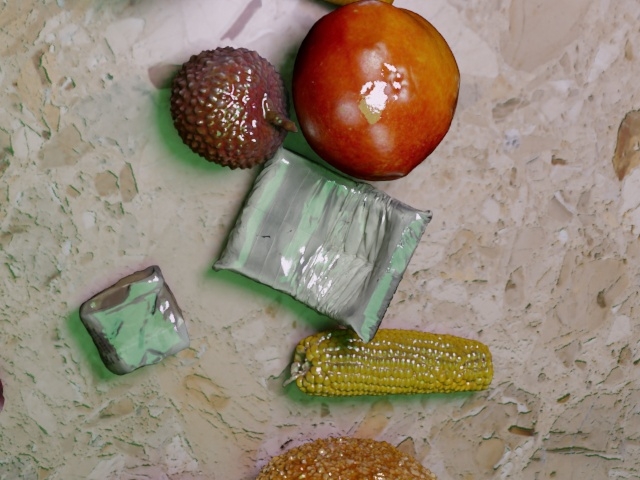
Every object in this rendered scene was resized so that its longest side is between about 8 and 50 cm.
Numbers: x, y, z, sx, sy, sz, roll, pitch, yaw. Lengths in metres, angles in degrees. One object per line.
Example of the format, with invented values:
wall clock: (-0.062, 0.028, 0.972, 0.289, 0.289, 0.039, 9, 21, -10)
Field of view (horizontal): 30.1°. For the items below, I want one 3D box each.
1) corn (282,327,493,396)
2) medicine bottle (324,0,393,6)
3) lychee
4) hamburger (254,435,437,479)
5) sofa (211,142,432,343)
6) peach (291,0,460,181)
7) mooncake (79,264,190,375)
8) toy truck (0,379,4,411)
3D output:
corn: (0.098, 0.174, 1.714, 0.310, 0.101, 0.101, -1, 99, -12)
medicine bottle: (0.008, -0.371, 1.608, 0.192, 0.096, 0.096, 14, 96, -14)
lychee: (-0.111, -0.175, 1.575, 0.165, 0.197, 0.165, -12, 105, -54)
hamburger: (0.038, 0.387, 1.646, 0.302, 0.302, 0.170, 8, 108, -13)
sofa: (0.000, 0.000, 1.625, 0.225, 0.176, 0.210, 27, 93, -15)
peach: (0.075, -0.193, 1.568, 0.243, 0.199, 0.243, 4, 81, -28)
mooncake: (-0.257, 0.111, 1.640, 0.130, 0.073, 0.125, -24, 100, -9)
toy truck: (-0.540, 0.150, 1.568, 0.135, 0.114, 0.270, -43, 103, 2)
